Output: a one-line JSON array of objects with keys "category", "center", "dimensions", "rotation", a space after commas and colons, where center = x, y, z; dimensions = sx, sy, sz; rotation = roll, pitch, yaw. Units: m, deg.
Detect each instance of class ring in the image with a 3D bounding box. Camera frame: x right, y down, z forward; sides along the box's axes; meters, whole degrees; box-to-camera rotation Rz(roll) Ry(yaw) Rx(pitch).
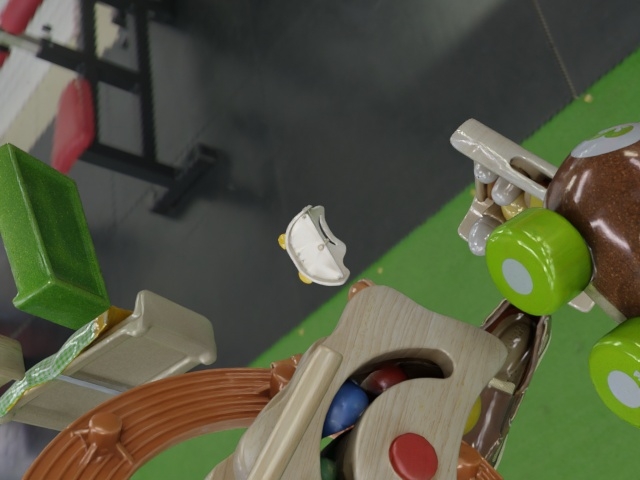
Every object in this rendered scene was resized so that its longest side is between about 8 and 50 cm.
[{"category": "ring", "center": [-0.019, 0.176, 0.583], "dimensions": [0.336, 0.336, 0.032], "rotation": [52, 138, 50]}]

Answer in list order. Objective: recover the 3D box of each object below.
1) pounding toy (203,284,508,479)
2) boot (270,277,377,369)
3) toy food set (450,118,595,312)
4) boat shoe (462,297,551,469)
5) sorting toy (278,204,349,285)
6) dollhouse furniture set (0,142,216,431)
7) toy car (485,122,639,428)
[{"category": "pounding toy", "center": [0.036, 0.128, 0.504], "dimensions": [0.269, 0.154, 0.155], "rotation": [-49, -3, -44]}, {"category": "boot", "center": [0.015, 0.134, 1.133], "dimensions": [0.073, 0.152, 0.197], "rotation": [100, 159, -52]}, {"category": "toy food set", "center": [0.265, -0.016, 1.232], "dimensions": [0.220, 0.306, 0.092], "rotation": [34, 80, 19]}, {"category": "boat shoe", "center": [0.160, 0.156, 0.989], "dimensions": [0.257, 0.095, 0.095], "rotation": [-60, -14, -25]}, {"category": "sorting toy", "center": [0.000, 0.000, 0.988], "dimensions": [0.045, 0.083, 0.075], "rotation": [-24, 12, 30]}, {"category": "dollhouse furniture set", "center": [-0.264, 0.069, 0.958], "dimensions": [0.197, 0.301, 0.151], "rotation": [-32, 61, 12]}, {"category": "toy car", "center": [0.190, -0.029, 0.444], "dimensions": [0.149, 0.155, 0.188], "rotation": [49, 153, 22]}]
